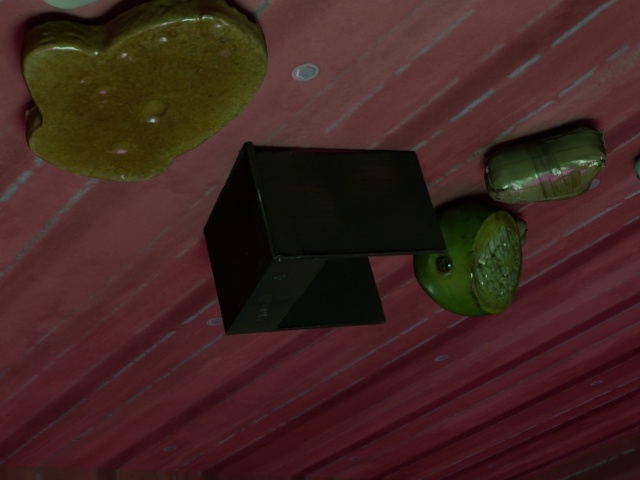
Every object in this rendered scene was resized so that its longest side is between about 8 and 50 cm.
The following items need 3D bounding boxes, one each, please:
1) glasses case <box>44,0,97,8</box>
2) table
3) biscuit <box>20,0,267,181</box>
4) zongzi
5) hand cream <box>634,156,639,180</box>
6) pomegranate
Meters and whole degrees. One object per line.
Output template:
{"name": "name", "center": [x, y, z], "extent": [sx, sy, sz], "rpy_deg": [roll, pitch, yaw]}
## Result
{"name": "glasses case", "center": [-0.209, -0.300, 0.996], "extent": [0.204, 0.051, 0.081], "rpy_deg": [-21, 152, 15]}
{"name": "table", "center": [0.000, 0.000, 1.495], "extent": [0.282, 0.196, 0.250], "rpy_deg": [-2, 149, -24]}
{"name": "biscuit", "center": [-0.235, -0.189, 1.183], "extent": [0.287, 0.057, 0.344], "rpy_deg": [14, 142, -41]}
{"name": "zongzi", "center": [0.358, -0.099, 1.568], "extent": [0.195, 0.099, 0.197], "rpy_deg": [-14, 159, 2]}
{"name": "hand cream", "center": [0.651, -0.187, 1.572], "extent": [0.109, 0.067, 0.321], "rpy_deg": [17, 135, -41]}
{"name": "pomegranate", "center": [0.253, 0.011, 1.675], "extent": [0.159, 0.240, 0.190], "rpy_deg": [8, 145, 42]}
